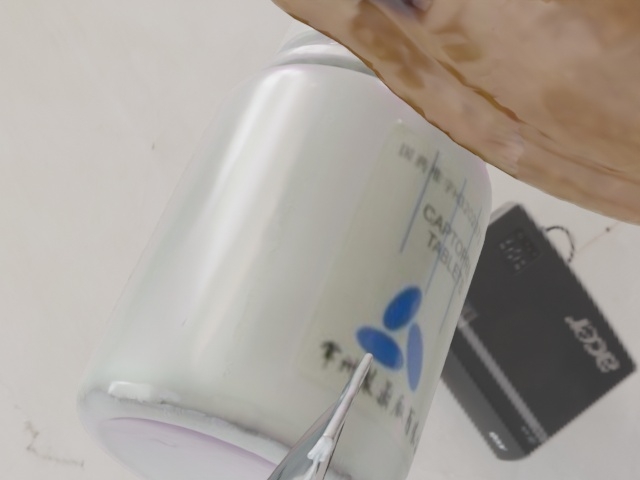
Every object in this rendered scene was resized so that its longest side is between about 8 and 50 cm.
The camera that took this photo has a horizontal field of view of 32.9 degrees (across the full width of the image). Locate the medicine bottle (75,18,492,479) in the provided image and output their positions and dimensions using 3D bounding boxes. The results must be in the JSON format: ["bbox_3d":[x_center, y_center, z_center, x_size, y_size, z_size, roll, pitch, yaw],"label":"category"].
[{"bbox_3d":[0.000,0.000,0.591,0.170,0.170,0.293,25,-119,-7],"label":"medicine bottle"}]

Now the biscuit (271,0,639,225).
[{"bbox_3d":[0.164,-0.187,0.269,0.349,0.455,0.078,10,-142,-4],"label":"biscuit"}]

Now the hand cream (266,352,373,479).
[{"bbox_3d":[-0.040,0.131,0.355,0.038,0.052,0.216,20,-66,-25],"label":"hand cream"}]
